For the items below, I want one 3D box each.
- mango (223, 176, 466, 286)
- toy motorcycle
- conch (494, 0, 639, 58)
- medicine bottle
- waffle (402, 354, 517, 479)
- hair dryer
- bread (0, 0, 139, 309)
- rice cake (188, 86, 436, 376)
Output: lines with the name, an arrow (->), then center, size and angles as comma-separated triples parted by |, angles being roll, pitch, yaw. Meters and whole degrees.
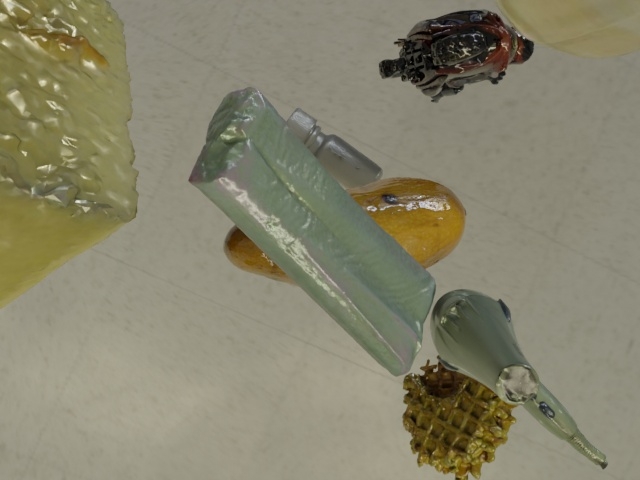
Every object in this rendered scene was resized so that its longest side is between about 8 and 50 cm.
mango -> 0.032, 0.001, 1.249 | 0.262, 0.157, 0.109 | -14, 98, -19
toy motorcycle -> 0.204, -0.298, 1.941 | 0.207, 0.401, 0.134 | -12, 93, -21
conch -> 0.175, -0.175, 0.589 | 0.158, 0.255, 0.127 | 35, 70, -26
medicine bottle -> 0.003, -0.114, 1.828 | 0.168, 0.105, 0.105 | 36, 85, -4
waffle -> 0.202, 0.251, 1.792 | 0.070, 0.197, 0.193 | 20, 121, -45
hair dryer -> 0.162, 0.123, 0.902 | 0.067, 0.167, 0.199 | -43, 93, 5
bread -> -0.337, -0.034, 0.572 | 0.405, 0.242, 0.346 | -36, 134, 11
rice cake -> 0.000, -0.001, 0.806 | 0.222, 0.042, 0.080 | 46, 52, -30
